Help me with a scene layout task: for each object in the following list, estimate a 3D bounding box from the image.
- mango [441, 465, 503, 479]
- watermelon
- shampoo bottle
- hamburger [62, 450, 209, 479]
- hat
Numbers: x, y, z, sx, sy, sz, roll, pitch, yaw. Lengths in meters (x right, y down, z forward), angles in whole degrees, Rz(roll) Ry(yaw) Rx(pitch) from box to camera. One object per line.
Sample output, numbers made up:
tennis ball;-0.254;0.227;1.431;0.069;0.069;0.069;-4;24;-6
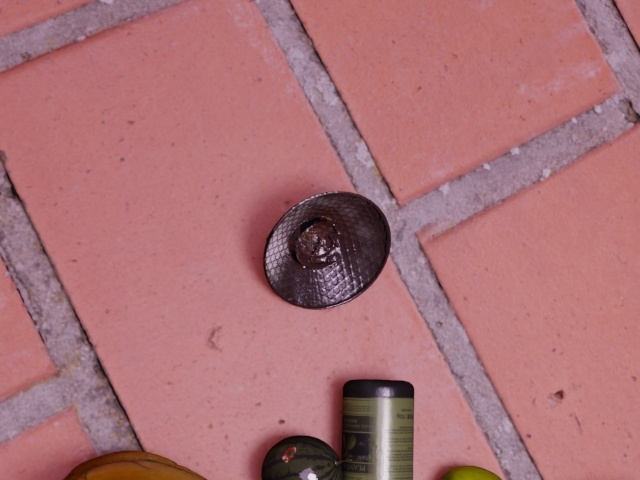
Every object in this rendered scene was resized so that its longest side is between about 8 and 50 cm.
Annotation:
mango;0.220;0.399;1.337;0.117;0.089;0.163;-12;83;-15
watermelon;-0.014;0.313;1.283;0.133;0.105;0.105;-19;83;21
shampoo bottle;0.078;0.336;1.311;0.101;0.101;0.283;4;79;-12
hamburger;-0.227;0.424;1.191;0.314;0.170;0.289;27;81;-9
hat;0.000;0.000;1.372;0.193;0.082;0.193;-9;120;-16
